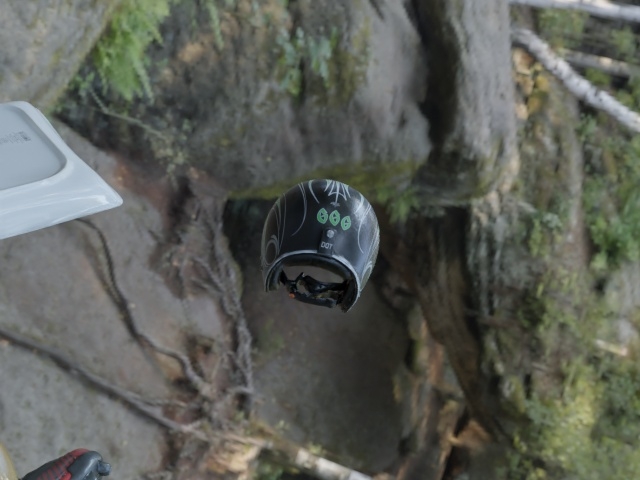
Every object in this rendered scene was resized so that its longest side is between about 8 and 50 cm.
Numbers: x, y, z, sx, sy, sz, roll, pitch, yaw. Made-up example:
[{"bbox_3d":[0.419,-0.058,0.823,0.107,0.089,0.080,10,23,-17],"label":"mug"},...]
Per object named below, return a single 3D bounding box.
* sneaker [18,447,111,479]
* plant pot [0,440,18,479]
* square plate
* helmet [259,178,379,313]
[{"bbox_3d":[-0.351,0.298,1.033,0.276,0.135,0.098,-41,157,-15],"label":"sneaker"},{"bbox_3d":[-0.356,0.204,0.789,0.236,0.236,0.032,-52,173,-48],"label":"plant pot"},{"bbox_3d":[-0.482,-0.092,1.292,0.344,0.347,0.049,-18,127,-28],"label":"square plate"},{"bbox_3d":[0.000,0.000,1.306,0.169,0.169,0.162,88,9,-47],"label":"helmet"}]
